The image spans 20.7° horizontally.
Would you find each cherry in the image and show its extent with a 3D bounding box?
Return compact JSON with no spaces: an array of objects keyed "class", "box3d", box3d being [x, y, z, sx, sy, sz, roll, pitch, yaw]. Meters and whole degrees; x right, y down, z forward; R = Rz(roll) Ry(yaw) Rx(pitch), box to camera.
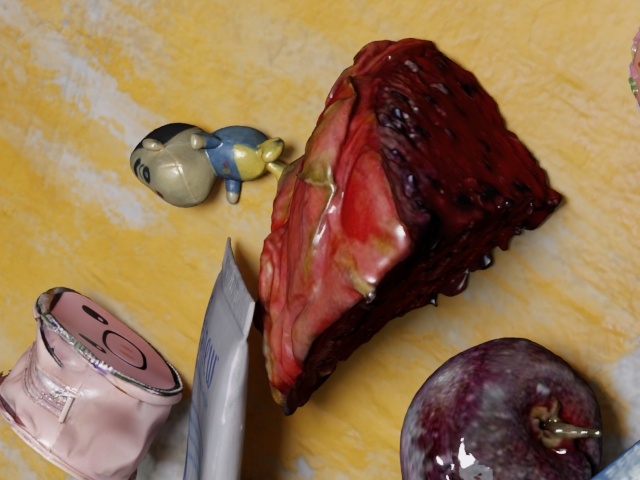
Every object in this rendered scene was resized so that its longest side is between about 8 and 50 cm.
[{"class":"cherry","box3d":[0.151,0.185,1.507,0.195,0.195,0.195,2,94,28]}]

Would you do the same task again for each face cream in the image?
[{"class":"face cream","box3d":[-0.096,0.226,1.636,0.137,0.235,0.420,6,103,-8]}]

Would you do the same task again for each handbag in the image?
[{"class":"handbag","box3d":[-0.224,0.141,1.700,0.179,0.205,0.116,34,99,-12]}]

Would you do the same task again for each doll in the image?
[{"class":"doll","box3d":[-0.111,-0.071,1.688,0.179,0.102,0.089,5,53,31]}]

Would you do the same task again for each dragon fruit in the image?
[{"class":"dragon fruit","box3d":[-0.006,-0.008,1.546,0.329,0.286,0.228,-43,78,33]}]

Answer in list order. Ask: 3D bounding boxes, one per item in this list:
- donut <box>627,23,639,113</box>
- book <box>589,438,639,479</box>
[{"class":"donut","box3d":[0.320,-0.167,1.463,0.166,0.065,0.117,-35,78,23]},{"class":"book","box3d":[0.216,0.244,1.414,0.428,0.300,0.039,-44,67,24]}]
